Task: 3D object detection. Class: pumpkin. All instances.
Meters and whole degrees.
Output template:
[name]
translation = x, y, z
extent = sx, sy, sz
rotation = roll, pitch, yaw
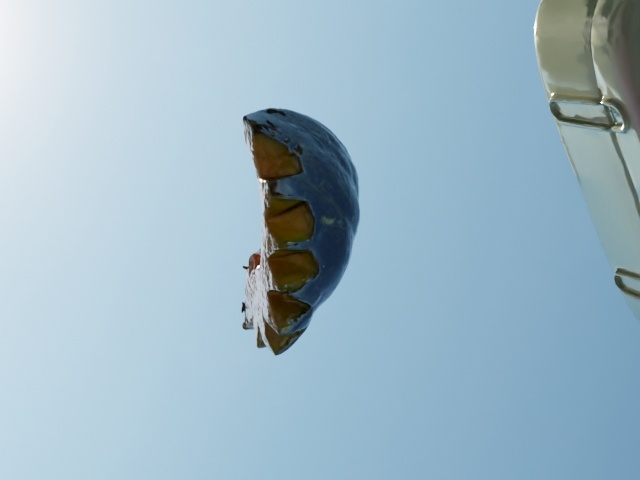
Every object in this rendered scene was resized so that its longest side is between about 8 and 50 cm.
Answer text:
[pumpkin]
translation = 0.000, 0.000, 0.993
extent = 0.130, 0.149, 0.254
rotation = 45, -41, 50

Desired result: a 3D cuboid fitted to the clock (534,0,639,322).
[clock]
translation = 0.305, -0.096, 0.594
extent = 0.265, 0.324, 0.108
rotation = 65, -14, -19
